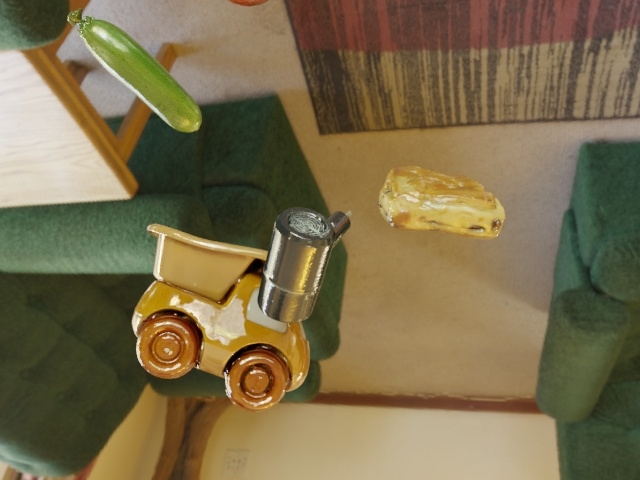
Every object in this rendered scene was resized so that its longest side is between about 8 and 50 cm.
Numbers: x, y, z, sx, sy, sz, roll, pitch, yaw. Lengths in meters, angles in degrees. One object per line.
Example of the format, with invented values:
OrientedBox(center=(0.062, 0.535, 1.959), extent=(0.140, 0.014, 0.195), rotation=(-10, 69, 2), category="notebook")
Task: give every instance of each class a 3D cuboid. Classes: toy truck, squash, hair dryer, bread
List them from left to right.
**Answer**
OrientedBox(center=(-0.429, -0.399, 1.395), extent=(0.378, 0.101, 0.101), rotation=(43, 135, -15), category="squash")
OrientedBox(center=(-0.143, 0.112, 0.862), extent=(0.288, 0.212, 0.204), rotation=(19, 172, -4), category="toy truck")
OrientedBox(center=(0.000, 0.000, 0.745), extent=(0.071, 0.219, 0.124), rotation=(26, 121, 13), category="hair dryer")
OrientedBox(center=(0.211, -0.076, 1.083), extent=(0.210, 0.235, 0.099), rotation=(7, 104, -3), category="bread")

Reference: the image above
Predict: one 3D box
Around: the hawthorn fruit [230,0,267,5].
OrientedBox(center=(-0.155, -0.583, 1.122), extent=(0.275, 0.275, 0.300), rotation=(31, 110, -27), category="hawthorn fruit")
